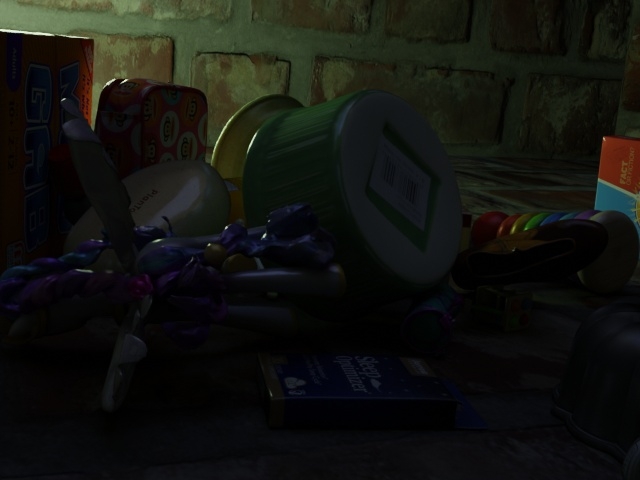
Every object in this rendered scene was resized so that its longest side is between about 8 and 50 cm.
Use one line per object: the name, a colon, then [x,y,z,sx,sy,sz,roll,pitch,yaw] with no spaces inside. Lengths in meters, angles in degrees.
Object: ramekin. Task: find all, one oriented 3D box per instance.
ramekin: [0.056,-0.052,1.214,0.148,0.303,0.303,-18,-6,39]

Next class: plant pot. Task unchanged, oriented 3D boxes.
plant pot: [-0.033,-0.124,1.824,0.276,0.276,0.254,-7,27,-44]

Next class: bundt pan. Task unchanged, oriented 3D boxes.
bundt pan: [0.414,0.140,0.959,0.331,0.124,0.331,4,11,-1]

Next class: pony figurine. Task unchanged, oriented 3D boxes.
pony figurine: [-0.169,0.042,0.978,0.364,0.302,0.351,-4,-18,-21]

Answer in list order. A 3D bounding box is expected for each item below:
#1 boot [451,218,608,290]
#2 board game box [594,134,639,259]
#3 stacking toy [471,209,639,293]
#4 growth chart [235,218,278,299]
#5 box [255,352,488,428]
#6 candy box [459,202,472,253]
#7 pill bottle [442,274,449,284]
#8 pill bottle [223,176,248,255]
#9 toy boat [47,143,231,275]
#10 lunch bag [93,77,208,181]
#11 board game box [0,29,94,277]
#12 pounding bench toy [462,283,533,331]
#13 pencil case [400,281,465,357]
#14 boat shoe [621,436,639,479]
boot: [0.327,0.008,1.353,0.264,0.096,0.280,-7,-7,1]
board game box: [0.698,-0.070,1.810,0.064,0.242,0.317,-8,16,-40]
stacking toy: [0.402,0.001,1.650,0.141,0.141,0.330,-3,9,-31]
growth chart: [0.000,0.000,1.383,0.237,0.021,0.171,-13,58,-7]
box: [0.051,0.156,0.960,0.225,0.036,0.136,4,11,-11]
candy box: [0.195,-0.050,1.890,0.183,0.087,0.316,5,12,-1]
pill bottle: [0.100,0.016,1.454,0.215,0.117,0.117,6,12,7]
pill bottle: [-0.183,-0.034,1.542,0.136,0.136,0.246,13,14,35]
toy boat: [-0.283,-0.032,1.355,0.318,0.148,0.267,28,56,33]
lunch bag: [-0.283,-0.133,1.607,0.120,0.293,0.258,11,9,24]
board game box: [-0.585,-0.154,1.424,0.357,0.356,0.356,6,12,5]
pounding bench toy: [0.248,0.096,1.281,0.083,0.052,0.065,-5,15,-39]
pencil case: [0.147,0.099,1.193,0.070,0.064,0.152,-16,8,15]
boat shoe: [0.406,0.190,0.754,0.303,0.109,0.094,5,9,15]
